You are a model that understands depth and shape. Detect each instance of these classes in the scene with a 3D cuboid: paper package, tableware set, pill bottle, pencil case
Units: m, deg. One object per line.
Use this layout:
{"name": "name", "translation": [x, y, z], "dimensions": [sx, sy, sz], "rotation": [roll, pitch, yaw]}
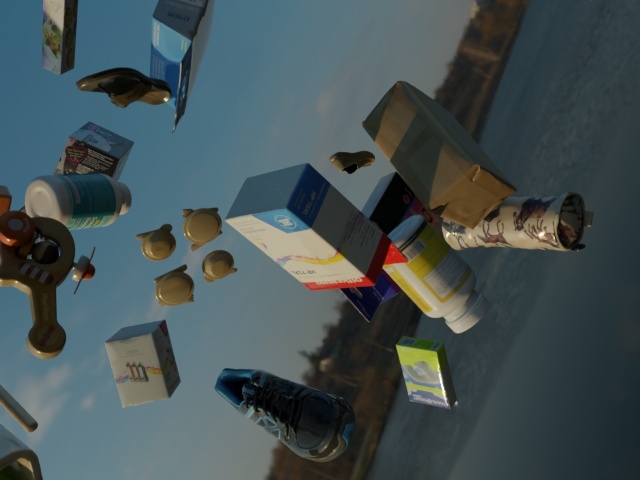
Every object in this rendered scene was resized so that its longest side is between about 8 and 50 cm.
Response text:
{"name": "paper package", "translation": [0.311, -0.217, 1.998], "dimensions": [0.168, 0.324, 0.309], "rotation": [-45, -29, 19]}
{"name": "tableware set", "translation": [-0.213, 0.026, 1.241], "dimensions": [0.020, 0.141, 0.168], "rotation": [-131, 24, -55]}
{"name": "pill bottle", "translation": [-0.629, -0.104, 2.032], "dimensions": [0.264, 0.146, 0.146], "rotation": [-11, -56, -55]}
{"name": "pill bottle", "translation": [0.179, 0.056, 1.215], "dimensions": [0.103, 0.184, 0.103], "rotation": [-42, 5, 5]}
{"name": "pencil case", "translation": [0.530, -0.050, 2.128], "dimensions": [0.184, 0.410, 0.159], "rotation": [15, -100, -40]}

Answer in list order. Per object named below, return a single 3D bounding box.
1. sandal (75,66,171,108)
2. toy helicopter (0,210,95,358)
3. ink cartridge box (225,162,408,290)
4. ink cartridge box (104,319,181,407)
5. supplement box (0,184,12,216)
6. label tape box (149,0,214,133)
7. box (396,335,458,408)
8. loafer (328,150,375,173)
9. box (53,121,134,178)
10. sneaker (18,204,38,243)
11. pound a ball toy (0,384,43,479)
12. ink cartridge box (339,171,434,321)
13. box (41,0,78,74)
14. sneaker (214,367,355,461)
{"name": "sandal", "translation": [-0.367, -0.281, 1.477], "dimensions": [0.219, 0.090, 0.060], "rotation": [5, -113, -62]}
{"name": "toy helicopter", "translation": [-0.620, 0.103, 1.763], "dimensions": [0.140, 0.235, 0.355], "rotation": [-49, 48, 47]}
{"name": "ink cartridge box", "translation": [0.000, 0.000, 1.066], "dimensions": [0.134, 0.231, 0.078], "rotation": [-8, 50, 47]}
{"name": "ink cartridge box", "translation": [-0.443, 0.309, 1.934], "dimensions": [0.128, 0.127, 0.176], "rotation": [-72, -30, -80]}
{"name": "supplement box", "translation": [-0.869, -0.101, 1.834], "dimensions": [0.078, 0.233, 0.080], "rotation": [41, 115, 52]}
{"name": "label tape box", "translation": [-0.341, -0.469, 1.831], "dimensions": [0.249, 0.115, 0.347], "rotation": [112, 172, -56]}
{"name": "box", "translation": [0.239, 0.303, 1.719], "dimensions": [0.042, 0.109, 0.178], "rotation": [-40, -57, -42]}
{"name": "loafer", "translation": [0.084, -0.195, 1.954], "dimensions": [0.148, 0.050, 0.056], "rotation": [-7, -18, -39]}
{"name": "box", "translation": [-0.683, -0.251, 2.330], "dimensions": [0.142, 0.163, 0.247], "rotation": [-62, 11, 15]}
{"name": "sneaker", "translation": [-0.878, -0.039, 2.346], "dimensions": [0.221, 0.128, 0.087], "rotation": [-46, 12, -14]}
{"name": "pound a ball toy", "translation": [-0.446, 0.216, 0.933], "dimensions": [0.208, 0.319, 0.135], "rotation": [-30, -50, -40]}
{"name": "ink cartridge box", "translation": [0.154, 0.008, 1.894], "dimensions": [0.069, 0.175, 0.371], "rotation": [-20, 28, 46]}
{"name": "box", "translation": [-0.666, -0.586, 1.969], "dimensions": [0.067, 0.063, 0.324], "rotation": [-57, -14, -55]}
{"name": "sneaker", "translation": [-0.074, 0.316, 1.424], "dimensions": [0.341, 0.140, 0.125], "rotation": [3, 67, 52]}
